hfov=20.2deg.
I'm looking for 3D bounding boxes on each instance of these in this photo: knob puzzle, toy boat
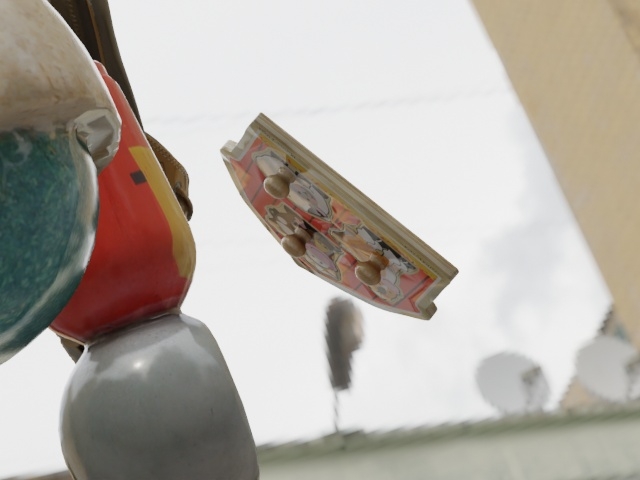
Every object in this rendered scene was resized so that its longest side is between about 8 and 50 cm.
[{"bbox_3d":[0.000,0.000,1.270,0.030,0.213,0.213,-52,-32,-17],"label":"knob puzzle"},{"bbox_3d":[-0.121,0.027,0.449,0.267,0.148,0.318,-24,-8,29],"label":"toy boat"}]

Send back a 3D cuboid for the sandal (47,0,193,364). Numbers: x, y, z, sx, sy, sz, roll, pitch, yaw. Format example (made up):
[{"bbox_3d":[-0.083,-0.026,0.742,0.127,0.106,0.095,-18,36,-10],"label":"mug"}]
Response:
[{"bbox_3d":[-0.097,-0.031,0.839,0.060,0.090,0.219,-21,-71,-39],"label":"sandal"}]
